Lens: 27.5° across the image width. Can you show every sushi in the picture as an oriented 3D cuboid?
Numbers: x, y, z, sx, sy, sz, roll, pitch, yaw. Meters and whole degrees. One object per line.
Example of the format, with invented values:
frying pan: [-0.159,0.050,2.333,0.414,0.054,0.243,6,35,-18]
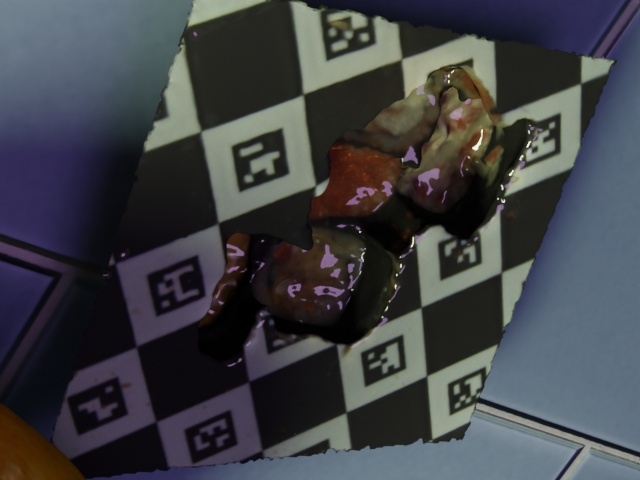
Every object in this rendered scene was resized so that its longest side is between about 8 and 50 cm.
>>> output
sushi: [0.000,0.000,0.756,0.294,0.059,0.292,3,118,-34]

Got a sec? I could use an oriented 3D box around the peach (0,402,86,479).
peach: [-0.218,0.197,0.621,0.289,0.289,0.308,-12,90,-25]
